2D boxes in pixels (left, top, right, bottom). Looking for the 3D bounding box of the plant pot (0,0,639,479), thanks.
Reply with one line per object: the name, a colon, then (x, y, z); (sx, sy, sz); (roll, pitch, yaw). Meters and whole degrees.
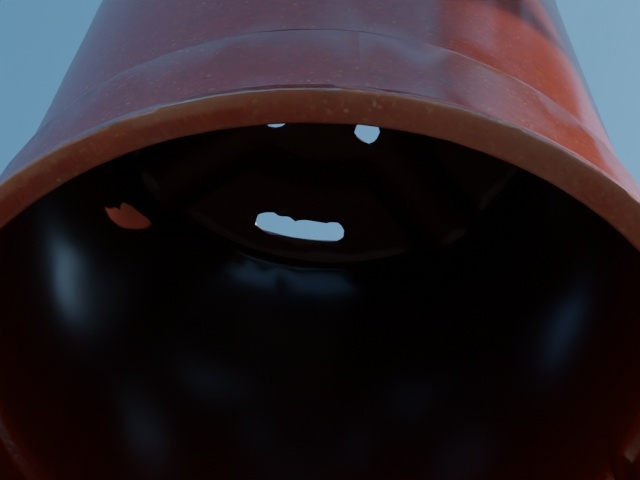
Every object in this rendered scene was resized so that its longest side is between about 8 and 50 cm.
plant pot: (0.000, 0.000, 0.673); (0.272, 0.265, 0.272); (1, -56, 1)
